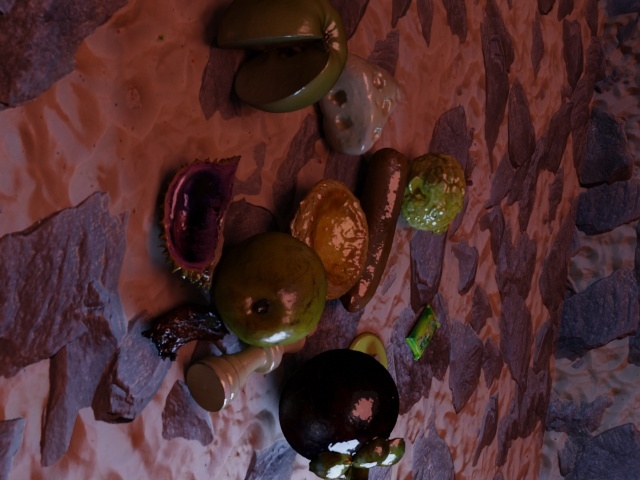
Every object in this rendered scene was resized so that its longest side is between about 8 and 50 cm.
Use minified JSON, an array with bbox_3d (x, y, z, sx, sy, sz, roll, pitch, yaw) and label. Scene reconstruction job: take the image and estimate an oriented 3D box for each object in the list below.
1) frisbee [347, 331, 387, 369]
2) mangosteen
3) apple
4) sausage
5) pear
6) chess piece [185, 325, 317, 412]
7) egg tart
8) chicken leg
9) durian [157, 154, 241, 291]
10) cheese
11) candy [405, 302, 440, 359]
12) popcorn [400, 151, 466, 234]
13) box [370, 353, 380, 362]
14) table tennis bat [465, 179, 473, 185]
[{"bbox_3d":[0.133,0.385,2.119,0.235,0.017,0.236,-3,94,-52],"label":"frisbee"},{"bbox_3d":[0.057,0.421,1.779,0.330,0.329,0.331,-2,93,-53],"label":"mangosteen"},{"bbox_3d":[-0.081,-0.431,1.620,0.292,0.254,0.292,3,87,-57],"label":"apple"},{"bbox_3d":[0.148,-0.030,2.034,0.136,0.123,0.501,77,28,-71],"label":"sausage"},{"bbox_3d":[-0.110,0.106,1.568,0.307,0.252,0.253,-52,138,-80],"label":"pear"},{"bbox_3d":[-0.136,0.254,1.690,0.397,0.117,0.117,-28,113,-51],"label":"chess piece"},{"bbox_3d":[0.000,0.000,1.838,0.318,0.128,0.319,7,82,-55],"label":"egg tart"},{"bbox_3d":[-0.280,0.186,1.530,0.233,0.063,0.105,-18,110,-52],"label":"chicken leg"},{"bbox_3d":[-0.246,-0.029,1.521,0.186,0.153,0.261,66,37,-61],"label":"durian"},{"bbox_3d":[0.083,-0.371,1.910,0.248,0.173,0.252,45,62,-45],"label":"cheese"},{"bbox_3d":[0.336,0.297,2.371,0.178,0.032,0.102,-49,128,-40],"label":"candy"},{"bbox_3d":[0.349,-0.137,2.249,0.252,0.205,0.237,68,27,-44],"label":"popcorn"},{"bbox_3d":[0.161,0.389,2.120,0.048,0.025,0.115,-41,122,-50],"label":"box"},{"bbox_3d":[0.498,-0.201,2.584,0.154,0.019,0.098,-10,98,-50],"label":"table tennis bat"}]
